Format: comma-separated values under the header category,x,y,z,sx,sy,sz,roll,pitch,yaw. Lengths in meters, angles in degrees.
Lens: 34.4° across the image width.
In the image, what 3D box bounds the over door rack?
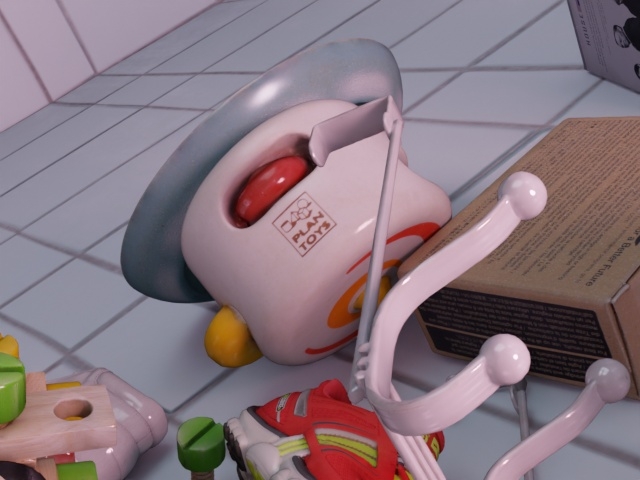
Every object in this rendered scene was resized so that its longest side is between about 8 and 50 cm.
category,x,y,z,sx,sy,sz,roll,pitch,yaw
over door rack,0.096,0.066,0.541,0.108,0.239,0.324,-25,24,7

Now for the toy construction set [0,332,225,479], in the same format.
category,x,y,z,sx,sy,sz,roll,pitch,yaw
toy construction set,-0.231,0.132,0.616,0.309,0.237,0.257,7,35,4

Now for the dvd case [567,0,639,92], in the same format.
category,x,y,z,sx,sy,sz,roll,pitch,yaw
dvd case,0.306,-0.232,1.029,0.030,0.179,0.238,-23,24,-4

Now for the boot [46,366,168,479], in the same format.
category,x,y,z,sx,sy,sz,roll,pitch,yaw
boot,-0.241,0.162,0.889,0.258,0.095,0.123,9,33,41

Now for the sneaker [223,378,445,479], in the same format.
category,x,y,z,sx,sy,sz,roll,pitch,yaw
sneaker,0.030,0.146,0.618,0.118,0.107,0.279,-27,23,-16

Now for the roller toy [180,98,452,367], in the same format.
category,x,y,z,sx,sy,sz,roll,pitch,yaw
roller toy,0.000,0.000,0.819,0.209,0.191,0.146,-23,60,-40

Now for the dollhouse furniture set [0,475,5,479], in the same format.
category,x,y,z,sx,sy,sz,roll,pitch,yaw
dollhouse furniture set,-0.018,0.290,0.310,0.394,0.256,0.362,27,54,36

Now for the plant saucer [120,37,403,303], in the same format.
category,x,y,z,sx,sy,sz,roll,pitch,yaw
plant saucer,-0.037,-0.046,0.941,0.318,0.317,0.043,-35,70,-21

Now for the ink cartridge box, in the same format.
category,x,y,z,sx,sy,sz,roll,pitch,yaw
ink cartridge box,0.206,-0.001,0.763,0.235,0.088,0.193,-39,28,-29
